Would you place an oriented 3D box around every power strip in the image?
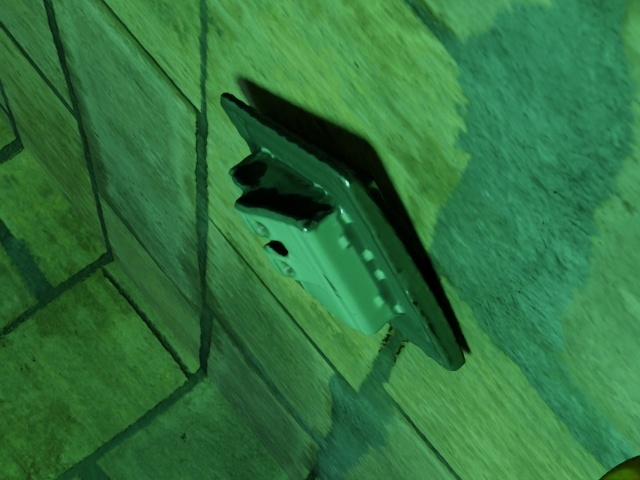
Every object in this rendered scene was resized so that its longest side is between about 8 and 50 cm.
[{"bbox_3d":[0.000,0.001,1.137,0.251,0.092,0.257,27,154,50],"label":"power strip"}]

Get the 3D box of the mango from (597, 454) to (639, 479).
[{"bbox_3d":[0.273,0.241,0.833,0.221,0.120,0.151,46,168,-2],"label":"mango"}]
